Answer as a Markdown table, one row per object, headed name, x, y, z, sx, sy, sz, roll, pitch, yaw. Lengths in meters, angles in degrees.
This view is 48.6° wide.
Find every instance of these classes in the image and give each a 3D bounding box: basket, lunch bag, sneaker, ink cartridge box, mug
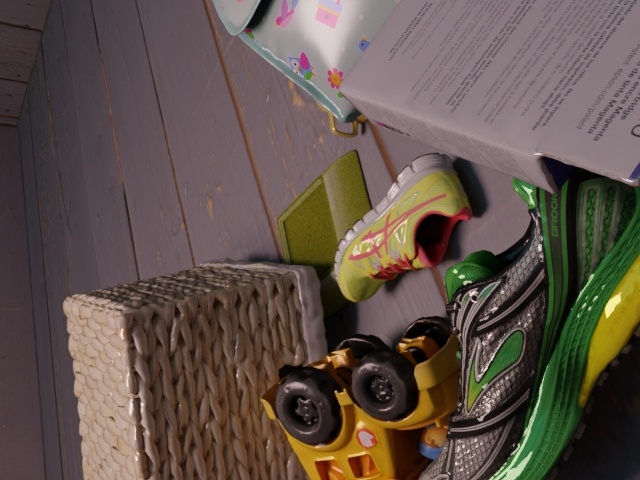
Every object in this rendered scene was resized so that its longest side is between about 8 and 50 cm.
| name | x | y | z | sx | sy | sz | roll | pitch | yaw |
| --- | --- | --- | --- | --- | --- | --- | --- | --- | --- |
| basket | -0.174 | 0.205 | 0.971 | 0.331 | 0.266 | 0.328 | 0 | 97 | 59 |
| lunch bag | 0.006 | -0.302 | 0.798 | 0.262 | 0.160 | 0.223 | 41 | 126 | 10 |
| sneaker | 0.090 | 0.007 | 0.788 | 0.208 | 0.081 | 0.094 | -56 | 48 | 32 |
| ink cartridge box | 0.203 | -0.198 | 0.532 | 0.324 | 0.071 | 0.330 | -53 | 37 | 0 |
| mug | 0.031 | -0.181 | 0.916 | 0.062 | 0.064 | 0.078 | -52 | 46 | 40 |
| sneaker | 0.158 | 0.088 | 0.592 | 0.146 | 0.134 | 0.344 | 25 | 108 | 11 |

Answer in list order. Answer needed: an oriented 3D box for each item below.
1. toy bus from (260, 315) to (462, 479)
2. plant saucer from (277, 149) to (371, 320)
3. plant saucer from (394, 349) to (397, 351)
| name | x | y | z | sx | sy | sz | roll | pitch | yaw |
| --- | --- | --- | --- | --- | --- | --- | --- | --- | --- |
| toy bus | 0.077 | 0.204 | 0.739 | 0.220 | 0.149 | 0.211 | -22 | 87 | 34 |
| plant saucer | 0.000 | 0.000 | 0.963 | 0.188 | 0.045 | 0.188 | -41 | 54 | 48 |
| plant saucer | 0.051 | 0.184 | 0.891 | 0.192 | 0.018 | 0.067 | -29 | 64 | 53 |
